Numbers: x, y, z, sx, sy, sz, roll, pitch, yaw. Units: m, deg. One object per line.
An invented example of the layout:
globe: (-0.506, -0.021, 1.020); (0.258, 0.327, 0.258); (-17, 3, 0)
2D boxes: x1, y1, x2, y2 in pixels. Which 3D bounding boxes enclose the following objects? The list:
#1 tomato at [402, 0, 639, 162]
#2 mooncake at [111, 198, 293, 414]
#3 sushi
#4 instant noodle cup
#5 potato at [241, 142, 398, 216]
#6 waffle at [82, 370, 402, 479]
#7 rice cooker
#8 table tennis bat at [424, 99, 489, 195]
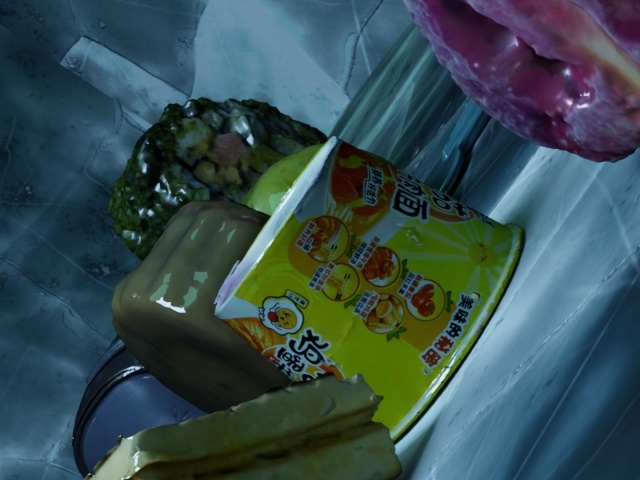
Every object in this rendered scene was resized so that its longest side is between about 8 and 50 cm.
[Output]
tomato: (0.212, -0.226, 1.374); (0.176, 0.289, 0.335); (-50, 5, -25)
mooncake: (-0.078, 0.089, 1.990); (0.161, 0.290, 0.290); (-58, 6, -22)
sushi: (-0.100, -0.051, 2.576); (0.178, 0.352, 0.294); (-55, 5, 44)
instant noodle cup: (0.037, 0.038, 1.717); (0.264, 0.200, 0.264); (-54, 6, 9)
potato: (0.001, -0.003, 2.173); (0.216, 0.216, 0.304); (-58, 4, -15)
waffle: (-0.119, 0.259, 1.615); (0.261, 0.114, 0.376); (-10, -25, -33)
rice cooker: (-0.170, 0.207, 2.279); (0.267, 0.267, 0.224); (-54, 4, 25)
table tennis bat: (0.155, -0.089, 2.262); (0.201, 0.033, 0.124); (-61, 9, -17)
